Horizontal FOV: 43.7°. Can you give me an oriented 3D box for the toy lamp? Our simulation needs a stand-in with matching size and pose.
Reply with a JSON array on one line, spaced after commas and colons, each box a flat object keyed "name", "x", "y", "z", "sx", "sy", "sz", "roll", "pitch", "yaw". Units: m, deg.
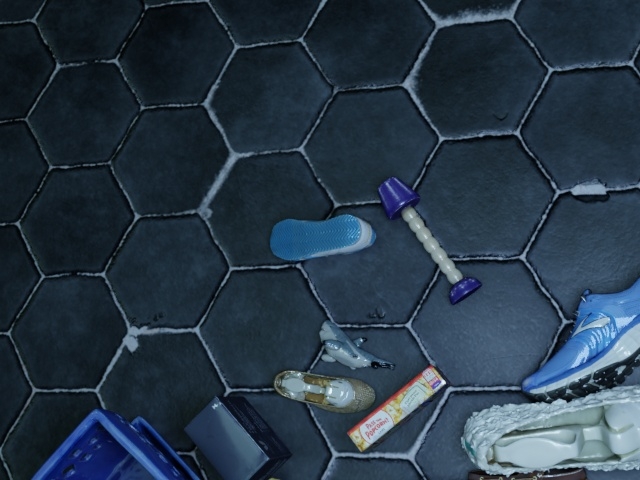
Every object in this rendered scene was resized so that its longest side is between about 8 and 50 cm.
[{"name": "toy lamp", "x": 0.204, "y": -0.005, "z": 1.549, "sx": 0.080, "sy": 0.080, "sz": 0.275, "roll": -34, "pitch": 74, "yaw": 5}]

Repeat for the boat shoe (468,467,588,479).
[{"name": "boat shoe", "x": 0.367, "y": 0.424, "z": 1.419, "sx": 0.206, "sy": 0.073, "sz": 0.073, "roll": -16, "pitch": 78, "yaw": 10}]

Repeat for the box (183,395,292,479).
[{"name": "box", "x": -0.154, "y": 0.382, "z": 1.512, "sx": 0.093, "sy": 0.158, "sz": 0.156, "roll": -45, "pitch": 72, "yaw": 2}]

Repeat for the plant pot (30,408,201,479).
[{"name": "plant pot", "x": -0.380, "y": 0.477, "z": 1.520, "sx": 0.236, "sy": 0.212, "sz": 0.236, "roll": 41, "pitch": 91, "yaw": 18}]

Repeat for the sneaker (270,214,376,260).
[{"name": "sneaker", "x": 0.000, "y": 0.000, "z": 1.596, "sx": 0.228, "sy": 0.092, "sz": 0.088, "roll": -3, "pitch": 79, "yaw": 33}]

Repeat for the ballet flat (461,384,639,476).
[{"name": "ballet flat", "x": 0.444, "y": 0.335, "z": 1.337, "sx": 0.408, "sy": 0.147, "sz": 0.147, "roll": -11, "pitch": 76, "yaw": 8}]

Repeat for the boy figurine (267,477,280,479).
[{"name": "boy figurine", "x": -0.127, "y": 0.588, "z": 1.499, "sx": 0.177, "sy": 0.092, "sz": 0.285, "roll": 7, "pitch": 79, "yaw": 15}]

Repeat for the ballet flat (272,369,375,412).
[{"name": "ballet flat", "x": 0.001, "y": 0.292, "z": 1.540, "sx": 0.206, "sy": 0.067, "sz": 0.073, "roll": 4, "pitch": 79, "yaw": 14}]

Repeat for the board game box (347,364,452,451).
[{"name": "board game box", "x": 0.149, "y": 0.307, "z": 1.459, "sx": 0.193, "sy": 0.147, "sz": 0.045, "roll": -40, "pitch": 73, "yaw": 3}]

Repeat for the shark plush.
[{"name": "shark plush", "x": 0.069, "y": 0.208, "z": 1.551, "sx": 0.161, "sy": 0.073, "sz": 0.067, "roll": 15, "pitch": 52, "yaw": 21}]

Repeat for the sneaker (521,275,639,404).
[{"name": "sneaker", "x": 0.497, "y": 0.177, "z": 1.428, "sx": 0.330, "sy": 0.130, "sz": 0.147, "roll": -37, "pitch": 49, "yaw": 11}]
